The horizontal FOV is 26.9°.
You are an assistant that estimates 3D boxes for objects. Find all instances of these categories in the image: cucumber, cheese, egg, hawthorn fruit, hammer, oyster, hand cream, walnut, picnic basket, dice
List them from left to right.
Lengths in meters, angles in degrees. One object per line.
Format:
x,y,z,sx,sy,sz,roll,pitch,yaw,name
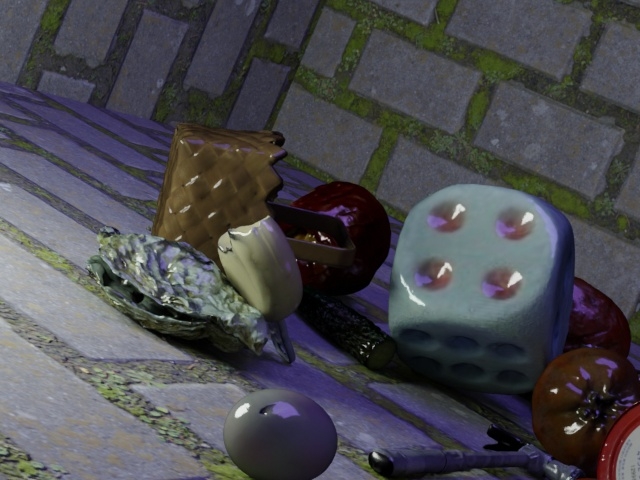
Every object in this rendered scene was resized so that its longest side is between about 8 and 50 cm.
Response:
-0.199,0.070,1.867,0.267,0.112,0.198,28,9,-11,oyster
-0.108,-0.034,2.131,0.320,0.291,0.254,13,10,-8,picnic basket
-0.068,0.077,1.879,0.163,0.070,0.249,18,-46,63,cheese
-0.042,0.212,1.437,0.135,0.103,0.103,20,9,-36,egg
0.000,0.000,2.577,0.243,0.222,0.269,-8,-1,32,walnut
0.024,0.133,2.245,0.067,0.068,0.293,17,10,-37,cucumber
0.205,0.297,1.791,0.152,0.044,0.427,29,10,35,hammer
0.270,0.084,2.203,0.267,0.263,0.265,7,-31,17,dice
0.447,0.188,2.482,0.262,0.258,0.258,47,20,29,hawthorn fruit
0.421,0.274,2.088,0.199,0.199,0.251,26,-9,13,hawthorn fruit
0.501,0.324,1.821,0.149,0.230,0.230,17,11,-37,hand cream

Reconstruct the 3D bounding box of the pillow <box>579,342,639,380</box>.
0.464,0.256,2.251,0.173,0.067,0.270,48,-20,8,pillow

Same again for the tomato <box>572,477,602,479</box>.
0.331,0.351,1.484,0.195,0.136,0.195,21,7,-3,tomato
